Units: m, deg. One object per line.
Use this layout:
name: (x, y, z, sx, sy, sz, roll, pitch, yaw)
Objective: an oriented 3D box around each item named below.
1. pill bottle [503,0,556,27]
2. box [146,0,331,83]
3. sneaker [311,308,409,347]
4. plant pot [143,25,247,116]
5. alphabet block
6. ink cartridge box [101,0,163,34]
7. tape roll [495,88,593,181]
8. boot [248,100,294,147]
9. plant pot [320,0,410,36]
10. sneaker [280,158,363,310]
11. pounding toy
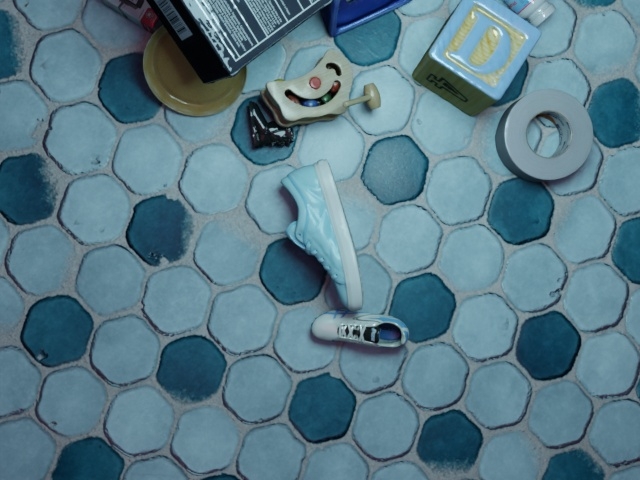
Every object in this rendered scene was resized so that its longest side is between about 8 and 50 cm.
pill bottle: (0.491, -0.596, 1.527, 0.087, 0.087, 0.160, -42, 93, -2)
box: (-0.189, -0.532, 1.302, 0.294, 0.183, 0.296, -42, 114, -18)
sneaker: (0.096, 0.213, 1.517, 0.237, 0.086, 0.085, 4, 92, -2)
plant pot: (-0.288, -0.402, 1.461, 0.236, 0.032, 0.236, -3, 126, -4)
alphabet block: (0.354, -0.429, 1.467, 0.193, 0.197, 0.192, 34, 90, -3)
ink cartridge box: (-0.428, -0.574, 1.486, 0.150, 0.063, 0.109, 31, 89, -3)
tape roll: (0.545, -0.254, 1.542, 0.219, 0.072, 0.219, 0, 90, -3)
boot: (-0.118, -0.281, 1.518, 0.099, 0.045, 0.121, -10, 94, -4)
plant pot: (0.085, -0.639, 1.436, 0.236, 0.236, 0.212, -26, 86, -2)
sneaker: (0.000, 0.000, 1.496, 0.150, 0.135, 0.365, -16, 83, 5)
pounding toy: (0.006, -0.363, 1.457, 0.270, 0.155, 0.154, -12, 91, -17)
